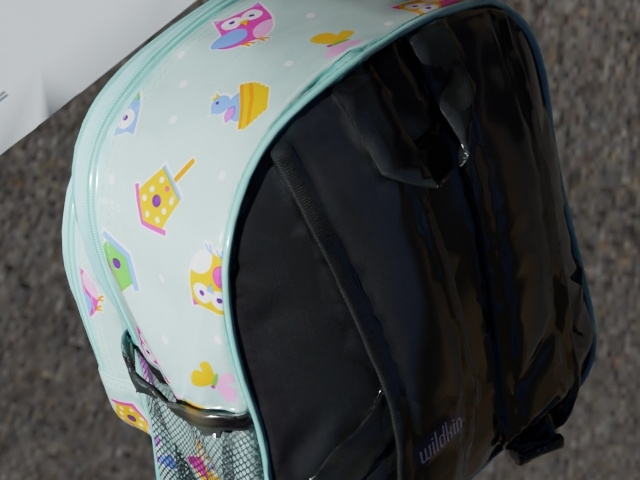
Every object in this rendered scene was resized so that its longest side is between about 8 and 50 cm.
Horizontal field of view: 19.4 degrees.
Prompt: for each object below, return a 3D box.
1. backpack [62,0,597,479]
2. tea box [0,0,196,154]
[{"bbox_3d":[0.000,0.000,0.626,0.144,0.166,0.188,33,145,37],"label":"backpack"},{"bbox_3d":[-0.206,-0.230,0.742,0.220,0.323,0.329,-38,116,3],"label":"tea box"}]
